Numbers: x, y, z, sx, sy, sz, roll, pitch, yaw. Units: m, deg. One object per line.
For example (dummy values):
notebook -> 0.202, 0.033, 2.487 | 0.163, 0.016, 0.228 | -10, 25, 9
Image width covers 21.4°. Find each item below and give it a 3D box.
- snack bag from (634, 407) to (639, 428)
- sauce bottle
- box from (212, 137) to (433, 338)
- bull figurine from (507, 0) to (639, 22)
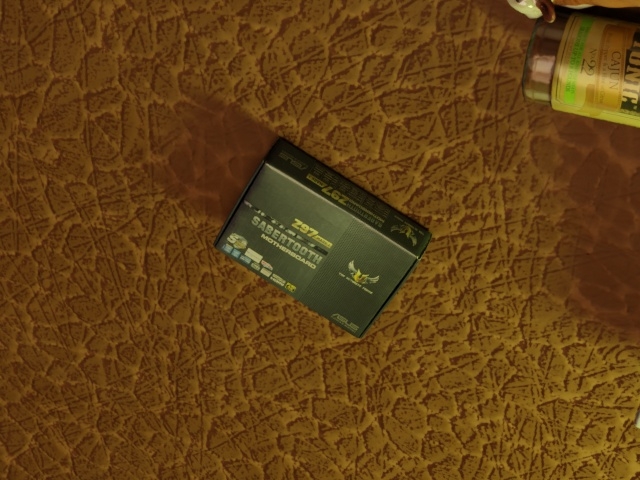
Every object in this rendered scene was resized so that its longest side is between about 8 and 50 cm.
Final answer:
snack bag -> 0.542, 0.172, 1.923 | 0.323, 0.037, 0.342 | 11, 148, -4
sauce bottle -> 0.387, -0.163, 1.772 | 0.344, 0.111, 0.111 | 12, 132, 16
box -> 0.000, 0.000, 2.146 | 0.233, 0.059, 0.183 | 32, 134, -2
bull figurine -> 0.318, -0.298, 1.694 | 0.310, 0.101, 0.188 | 10, 130, 20
